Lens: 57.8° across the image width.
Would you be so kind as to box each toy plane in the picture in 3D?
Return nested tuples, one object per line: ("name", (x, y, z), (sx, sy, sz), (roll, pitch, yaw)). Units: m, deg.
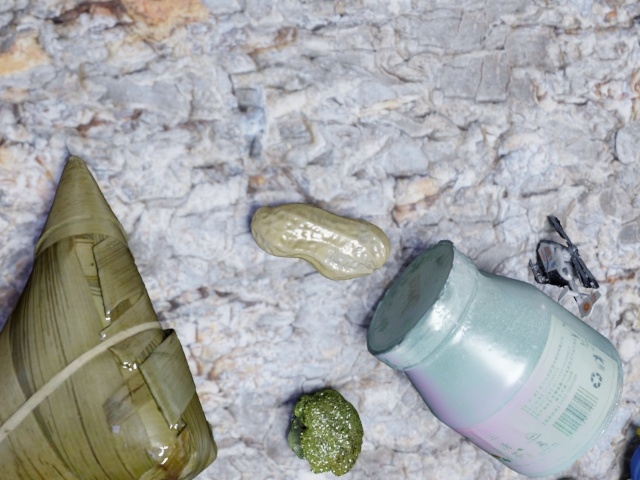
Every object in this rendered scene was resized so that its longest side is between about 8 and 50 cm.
("toy plane", (0.384, 0.049, 0.913), (0.053, 0.197, 0.078), (13, 126, -10))

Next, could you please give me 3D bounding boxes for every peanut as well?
("peanut", (0.000, 0.000, 0.868), (0.214, 0.090, 0.099), (18, 99, -8))

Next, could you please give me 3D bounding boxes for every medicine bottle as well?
("medicine bottle", (0.238, 0.158, 0.842), (0.290, 0.245, 0.245), (36, 86, -8))

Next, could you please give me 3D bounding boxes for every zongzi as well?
("zongzi", (-0.434, 0.194, 0.788), (0.500, 0.218, 0.467), (-29, 71, 4))

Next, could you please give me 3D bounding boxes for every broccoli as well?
("broccoli", (0.006, 0.288, 0.870), (0.120, 0.131, 0.130), (-26, 101, 32))

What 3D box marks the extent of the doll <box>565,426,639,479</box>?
("doll", (0.593, 0.452, 0.955), (0.242, 0.159, 0.311), (-45, 102, -7))
